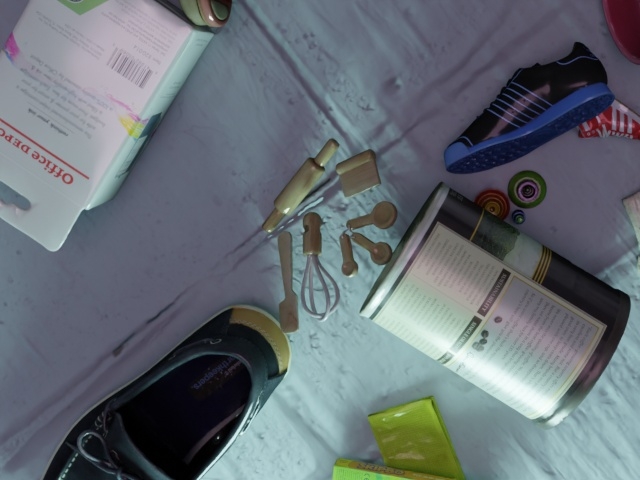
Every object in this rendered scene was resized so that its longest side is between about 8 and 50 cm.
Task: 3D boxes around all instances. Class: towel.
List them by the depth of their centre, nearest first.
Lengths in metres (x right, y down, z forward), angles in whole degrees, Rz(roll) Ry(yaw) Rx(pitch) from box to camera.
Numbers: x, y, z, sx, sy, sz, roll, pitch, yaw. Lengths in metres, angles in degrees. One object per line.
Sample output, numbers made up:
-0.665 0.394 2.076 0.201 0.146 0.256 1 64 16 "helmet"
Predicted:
0.153 0.343 1.382 0.102 0.021 0.237 -20 96 10 "towel"

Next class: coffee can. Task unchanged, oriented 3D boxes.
0.217 0.081 1.235 0.275 0.201 0.201 32 102 1 "coffee can"

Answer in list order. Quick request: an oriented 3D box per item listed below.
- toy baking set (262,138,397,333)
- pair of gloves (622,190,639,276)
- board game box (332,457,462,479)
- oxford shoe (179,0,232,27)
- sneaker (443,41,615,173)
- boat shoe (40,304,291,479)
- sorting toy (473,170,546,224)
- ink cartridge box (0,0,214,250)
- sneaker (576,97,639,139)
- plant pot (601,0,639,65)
-0.002 -0.006 1.286 0.256 0.030 0.197 -47 54 23 "toy baking set"
0.532 0.005 1.262 0.240 0.042 0.204 -14 98 9 "pair of gloves"
0.141 0.388 1.366 0.259 0.039 0.124 8 102 14 "board game box"
-0.205 -0.426 1.251 0.130 0.123 0.348 -17 84 15 "oxford shoe"
0.257 -0.168 1.258 0.232 0.081 0.090 -25 66 20 "sneaker"
-0.242 0.287 1.359 0.500 0.156 0.187 -44 94 13 "boat shoe"
0.253 -0.050 1.290 0.102 0.042 0.061 -27 95 11 "sorting toy"
-0.326 -0.185 1.305 0.207 0.119 0.353 34 101 0 "ink cartridge box"
0.378 -0.142 1.257 0.118 0.042 0.067 38 98 8 "sneaker"
0.453 -0.319 1.152 0.180 0.201 0.201 -9 99 -7 "plant pot"
